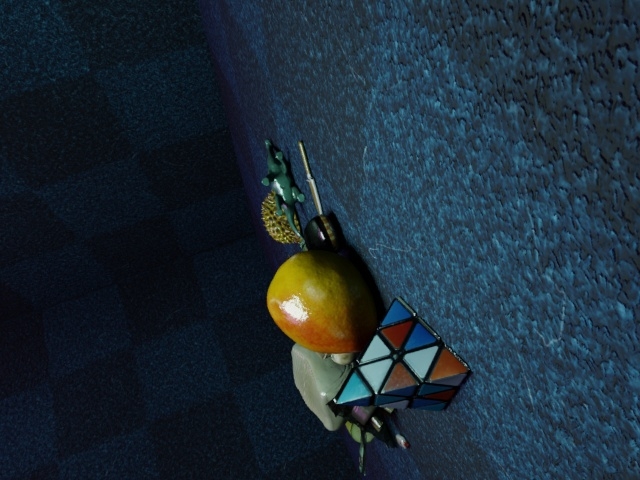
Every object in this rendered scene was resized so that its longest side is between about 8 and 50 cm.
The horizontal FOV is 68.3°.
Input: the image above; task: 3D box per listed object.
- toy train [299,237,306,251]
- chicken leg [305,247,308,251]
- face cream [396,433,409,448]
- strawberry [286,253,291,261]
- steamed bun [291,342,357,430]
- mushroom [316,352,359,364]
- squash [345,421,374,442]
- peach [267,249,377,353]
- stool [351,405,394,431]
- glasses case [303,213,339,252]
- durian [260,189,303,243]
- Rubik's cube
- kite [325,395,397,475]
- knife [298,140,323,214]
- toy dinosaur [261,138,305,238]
[{"bbox_3d":[-0.057,0.027,1.940,0.148,0.038,0.071,124,125,-77],"label":"toy train"},{"bbox_3d":[-0.007,0.109,1.765,0.196,0.080,0.125,69,164,-14],"label":"chicken leg"},{"bbox_3d":[0.272,0.663,1.553,0.083,0.021,0.040,126,122,-76],"label":"face cream"},{"bbox_3d":[-0.060,0.219,1.865,0.280,0.150,0.253,46,178,40],"label":"strawberry"},{"bbox_3d":[0.046,0.555,1.917,0.383,0.236,0.247,-144,44,-59],"label":"steamed bun"},{"bbox_3d":[0.038,0.309,1.629,0.255,0.184,0.255,47,173,8],"label":"mushroom"},{"bbox_3d":[0.160,0.783,2.050,0.186,0.123,0.123,-167,58,-76],"label":"squash"},{"bbox_3d":[0.008,0.177,1.315,0.289,0.288,0.308,81,170,-45],"label":"peach"},{"bbox_3d":[0.179,0.530,1.543,0.121,0.125,0.217,34,127,26],"label":"stool"},{"bbox_3d":[0.000,0.000,1.512,0.321,0.082,0.122,126,124,-78],"label":"glasses case"},{"bbox_3d":[-0.164,-0.126,2.025,0.261,0.153,0.187,54,138,30],"label":"durian"},{"bbox_3d":[0.205,0.240,1.046,0.250,0.284,0.234,36,-142,-43],"label":"Rubik's cube"},{"bbox_3d":[0.147,0.620,1.642,0.406,0.014,0.369,41,-143,-30],"label":"kite"},{"bbox_3d":[-0.031,-0.187,1.486,0.046,0.022,0.256,37,146,63],"label":"knife"},{"bbox_3d":[-0.145,-0.214,1.847,0.331,0.129,0.384,-111,2,-77],"label":"toy dinosaur"}]
